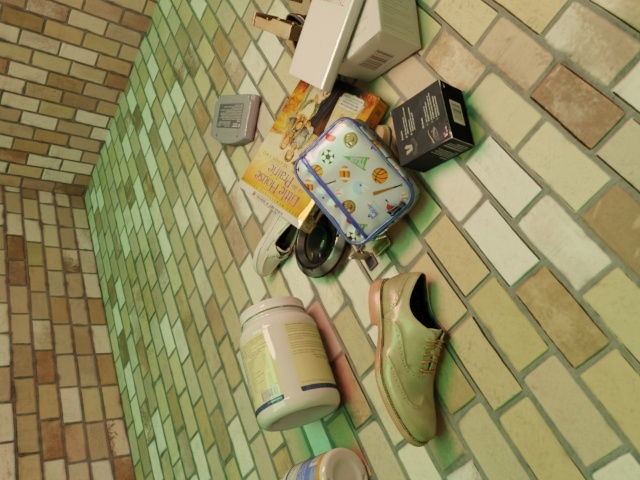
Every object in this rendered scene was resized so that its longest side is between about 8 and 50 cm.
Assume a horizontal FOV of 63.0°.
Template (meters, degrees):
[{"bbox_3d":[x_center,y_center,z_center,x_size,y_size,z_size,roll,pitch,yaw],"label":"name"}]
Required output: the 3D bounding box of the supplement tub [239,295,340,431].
[{"bbox_3d":[-0.098,0.347,1.484,0.235,0.236,0.324,-45,52,37],"label":"supplement tub"}]

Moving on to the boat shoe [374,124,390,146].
[{"bbox_3d":[0.140,-0.236,1.423,0.063,0.059,0.170,28,106,49],"label":"boat shoe"}]

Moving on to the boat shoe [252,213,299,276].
[{"bbox_3d":[-0.135,0.019,1.700,0.088,0.096,0.267,48,115,42],"label":"boat shoe"}]

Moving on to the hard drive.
[{"bbox_3d":[0.019,-0.576,1.403,0.203,0.040,0.307,44,120,47],"label":"hard drive"}]

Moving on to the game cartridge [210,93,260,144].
[{"bbox_3d":[-0.339,-0.473,2.055,0.294,0.060,0.195,18,95,51],"label":"game cartridge"}]

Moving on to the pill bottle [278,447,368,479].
[{"bbox_3d":[-0.011,0.662,1.394,0.272,0.152,0.152,-42,54,39],"label":"pill bottle"}]

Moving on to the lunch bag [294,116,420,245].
[{"bbox_3d":[0.090,-0.141,1.326,0.243,0.115,0.303,-40,83,22],"label":"lunch bag"}]

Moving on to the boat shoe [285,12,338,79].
[{"bbox_3d":[-0.038,-0.598,1.670,0.112,0.096,0.335,-42,54,39],"label":"boat shoe"}]

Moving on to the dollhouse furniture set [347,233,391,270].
[{"bbox_3d":[0.121,0.011,1.390,0.114,0.081,0.091,-49,50,35],"label":"dollhouse furniture set"}]

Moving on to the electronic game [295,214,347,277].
[{"bbox_3d":[0.000,0.000,1.566,0.229,0.048,0.229,-21,61,43],"label":"electronic game"}]

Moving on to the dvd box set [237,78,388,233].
[{"bbox_3d":[-0.035,-0.269,1.511,0.308,0.062,0.420,36,97,36],"label":"dvd box set"}]

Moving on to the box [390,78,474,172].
[{"bbox_3d":[0.264,-0.269,1.249,0.158,0.093,0.155,-25,65,45],"label":"box"}]

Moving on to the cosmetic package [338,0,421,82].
[{"bbox_3d":[0.132,-0.663,1.425,0.217,0.156,0.384,-23,68,50],"label":"cosmetic package"}]

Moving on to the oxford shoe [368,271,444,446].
[{"bbox_3d":[0.214,0.261,1.198,0.147,0.141,0.396,-25,67,38],"label":"oxford shoe"}]

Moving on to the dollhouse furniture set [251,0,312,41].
[{"bbox_3d":[-0.093,-0.744,1.572,0.161,0.212,0.242,32,119,29],"label":"dollhouse furniture set"}]
